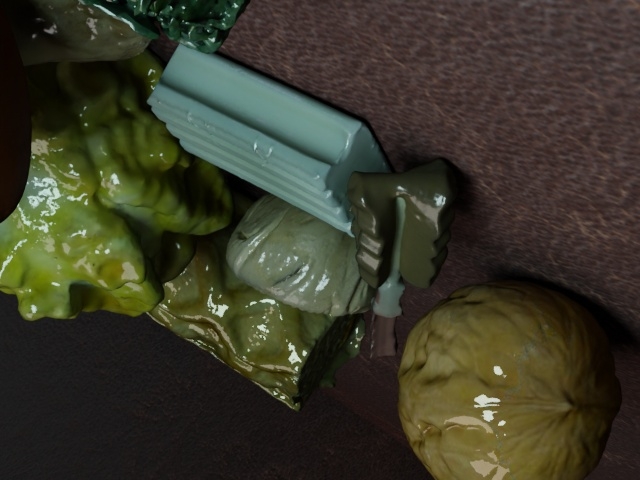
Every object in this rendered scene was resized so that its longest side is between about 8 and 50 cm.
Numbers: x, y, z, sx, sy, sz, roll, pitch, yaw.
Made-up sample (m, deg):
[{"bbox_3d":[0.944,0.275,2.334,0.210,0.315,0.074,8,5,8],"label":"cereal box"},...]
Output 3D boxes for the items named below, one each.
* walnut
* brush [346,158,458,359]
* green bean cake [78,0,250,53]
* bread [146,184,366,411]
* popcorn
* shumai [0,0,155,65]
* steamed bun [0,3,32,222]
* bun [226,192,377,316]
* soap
[{"bbox_3d":[0.163,0.132,1.005,0.195,0.195,0.221,35,168,-10],"label":"walnut"},{"bbox_3d":[0.062,0.027,0.987,0.084,0.071,0.301,-3,149,-2],"label":"brush"},{"bbox_3d":[-0.108,-0.197,0.586,0.193,0.107,0.208,35,168,-4],"label":"green bean cake"},{"bbox_3d":[-0.076,0.068,1.414,0.252,0.196,0.238,34,168,14],"label":"bread"},{"bbox_3d":[-0.242,-0.055,1.145,0.312,0.312,0.312,32,169,7],"label":"popcorn"},{"bbox_3d":[-0.237,-0.193,0.932,0.201,0.120,0.201,35,169,8],"label":"shumai"},{"bbox_3d":[-0.379,-0.144,0.805,0.235,0.248,0.379,-17,132,42],"label":"steamed bun"},{"bbox_3d":[0.000,0.000,1.101,0.166,0.113,0.173,13,-167,-32],"label":"bun"},{"bbox_3d":[-0.044,-0.087,0.977,0.198,0.066,0.119,28,167,26],"label":"soap"}]
